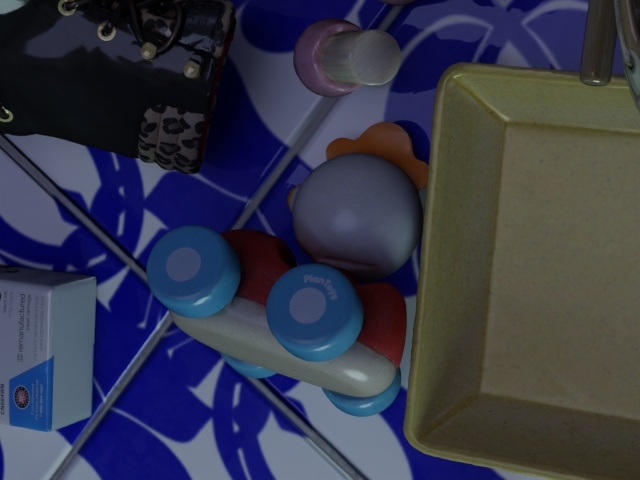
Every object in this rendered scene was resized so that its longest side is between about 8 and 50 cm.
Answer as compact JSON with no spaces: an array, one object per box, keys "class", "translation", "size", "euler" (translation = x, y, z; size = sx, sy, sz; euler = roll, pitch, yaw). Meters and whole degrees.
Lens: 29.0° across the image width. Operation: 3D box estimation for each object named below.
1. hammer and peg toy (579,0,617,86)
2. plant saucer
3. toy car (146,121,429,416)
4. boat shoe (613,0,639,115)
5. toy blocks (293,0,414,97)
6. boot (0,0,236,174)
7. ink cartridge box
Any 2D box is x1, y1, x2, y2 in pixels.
[{"class":"hammer and peg toy","translation":[0.342,-0.198,0.845],"size":[0.361,0.127,0.266],"euler":[20,98,21]},{"class":"plant saucer","translation":[0.249,0.033,1.007],"size":[0.333,0.081,0.332],"euler":[8,100,22]},{"class":"toy car","translation":[0.000,0.000,1.073],"size":[0.210,0.219,0.238],"euler":[18,73,21]},{"class":"boat shoe","translation":[0.227,-0.157,0.773],"size":[0.105,0.089,0.285],"euler":[-17,85,21]},{"class":"toy blocks","translation":[0.010,-0.310,1.018],"size":[0.288,0.260,0.309],"euler":[42,85,-16]},{"class":"boot","translation":[-0.213,-0.216,1.051],"size":[0.284,0.138,0.377],"euler":[15,132,-2]},{"class":"ink cartridge box","translation":[-0.336,0.102,1.254],"size":[0.203,0.086,0.148],"euler":[5,98,21]}]
